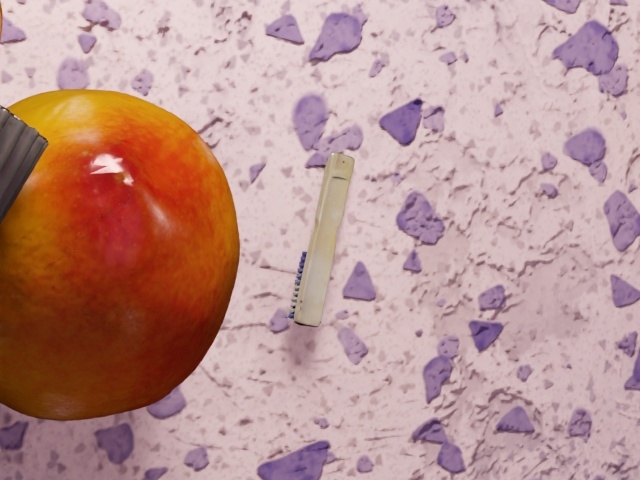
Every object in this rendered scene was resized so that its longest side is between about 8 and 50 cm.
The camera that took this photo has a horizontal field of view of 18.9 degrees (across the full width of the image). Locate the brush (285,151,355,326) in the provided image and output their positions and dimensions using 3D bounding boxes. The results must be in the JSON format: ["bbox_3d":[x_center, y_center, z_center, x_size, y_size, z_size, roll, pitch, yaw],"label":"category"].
[{"bbox_3d":[0.000,0.000,1.916,0.033,0.030,0.179,17,78,-26],"label":"brush"}]

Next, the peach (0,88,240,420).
[{"bbox_3d":[-0.198,0.018,1.623,0.289,0.308,0.289,-5,99,-33],"label":"peach"}]

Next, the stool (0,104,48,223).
[{"bbox_3d":[-0.401,0.007,1.399,0.297,0.297,0.330,28,84,-32],"label":"stool"}]

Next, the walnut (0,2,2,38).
[{"bbox_3d":[-0.339,-0.202,1.596,0.144,0.144,0.180,-37,117,-22],"label":"walnut"}]
